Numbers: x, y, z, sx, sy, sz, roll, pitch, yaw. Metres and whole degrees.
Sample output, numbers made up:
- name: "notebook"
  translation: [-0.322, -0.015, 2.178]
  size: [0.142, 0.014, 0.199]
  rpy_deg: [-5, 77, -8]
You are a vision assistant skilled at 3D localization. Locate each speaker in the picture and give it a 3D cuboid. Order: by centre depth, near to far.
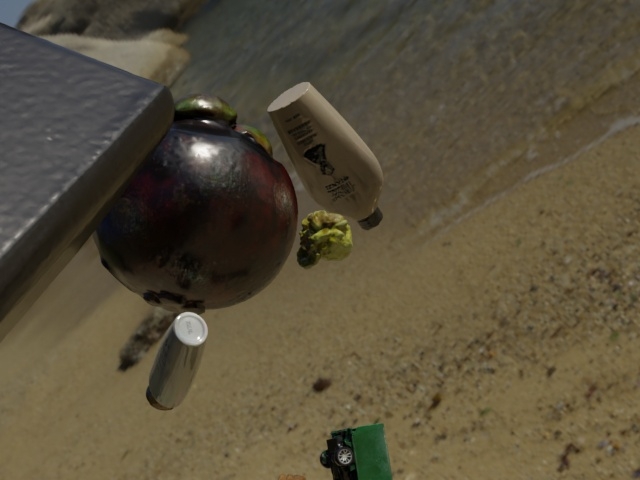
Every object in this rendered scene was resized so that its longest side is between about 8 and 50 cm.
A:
- name: "speaker"
  translation: [-0.250, 0.031, 0.546]
  size: [0.388, 0.180, 0.184]
  rpy_deg: [-64, -6, -50]

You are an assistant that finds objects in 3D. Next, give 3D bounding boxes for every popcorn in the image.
- name: "popcorn"
  translation: [0.001, 0.002, 1.059]
  size: [0.083, 0.068, 0.059]
  rpy_deg: [-48, -5, 16]

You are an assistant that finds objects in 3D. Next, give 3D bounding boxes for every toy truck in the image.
- name: "toy truck"
  translation: [0.050, 0.324, 1.210]
  size: [0.065, 0.079, 0.147]
  rpy_deg: [144, 121, -62]

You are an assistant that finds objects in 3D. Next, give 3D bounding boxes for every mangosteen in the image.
- name: "mangosteen"
  translation: [-0.173, -0.048, 1.266]
  size: [0.311, 0.311, 0.311]
  rpy_deg: [-43, 20, 20]

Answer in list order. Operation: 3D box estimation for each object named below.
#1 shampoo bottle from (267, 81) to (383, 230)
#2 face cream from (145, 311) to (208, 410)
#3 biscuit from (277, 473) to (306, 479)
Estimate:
- name: "shampoo bottle"
  translation: [0.019, -0.123, 1.425]
  size: [0.127, 0.257, 0.078]
  rpy_deg: [-27, 26, 21]
- name: "face cream"
  translation: [-0.180, 0.154, 1.132]
  size: [0.182, 0.051, 0.072]
  rpy_deg: [119, 139, -49]
- name: "biscuit"
  translation: [-0.058, 0.467, 1.151]
  size: [0.277, 0.052, 0.262]
  rpy_deg: [-79, -10, -50]
